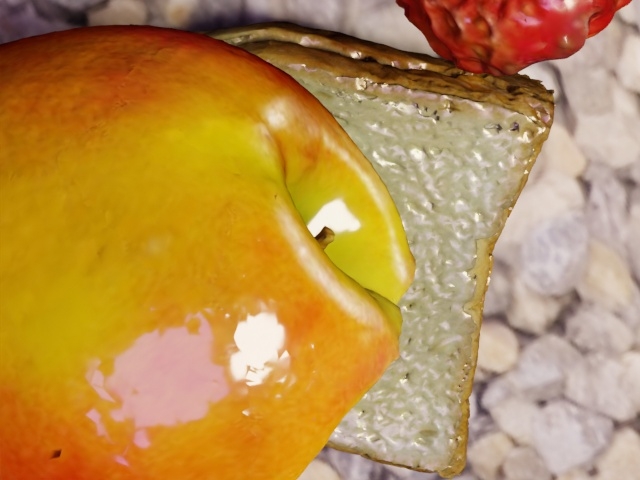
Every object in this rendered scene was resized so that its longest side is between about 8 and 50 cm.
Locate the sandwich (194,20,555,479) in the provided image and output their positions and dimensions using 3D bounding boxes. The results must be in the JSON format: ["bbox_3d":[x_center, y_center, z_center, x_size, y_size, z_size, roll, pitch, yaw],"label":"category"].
[{"bbox_3d":[0.000,0.001,1.126,0.249,0.095,0.273,11,113,-3],"label":"sandwich"}]

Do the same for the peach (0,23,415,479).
[{"bbox_3d":[-0.166,0.050,0.990,0.380,0.242,0.306,-34,99,26],"label":"peach"}]

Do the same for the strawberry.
[{"bbox_3d":[0.110,-0.181,0.967,0.205,0.244,0.205,-1,134,-1],"label":"strawberry"}]
